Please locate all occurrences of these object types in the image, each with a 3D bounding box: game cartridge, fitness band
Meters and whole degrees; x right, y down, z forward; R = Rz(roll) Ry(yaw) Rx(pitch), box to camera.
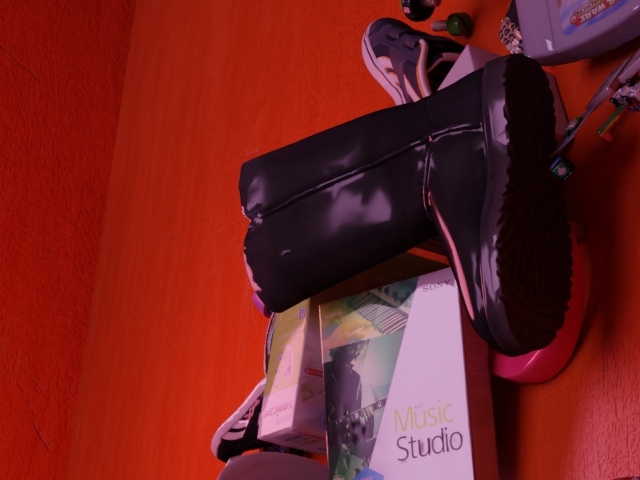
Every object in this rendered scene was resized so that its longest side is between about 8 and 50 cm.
[{"bbox_3d":[0.343,-0.332,1.784,0.297,0.062,0.198,-30,56,47],"label":"game cartridge"},{"bbox_3d":[0.244,0.066,1.860,0.291,0.054,0.209,-161,85,-70],"label":"fitness band"}]

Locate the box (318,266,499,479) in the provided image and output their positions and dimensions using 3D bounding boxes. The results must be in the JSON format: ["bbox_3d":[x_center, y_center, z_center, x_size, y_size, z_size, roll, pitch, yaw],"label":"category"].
[{"bbox_3d":[0.106,0.210,1.870,0.232,0.058,0.322,-18,66,38],"label":"box"}]

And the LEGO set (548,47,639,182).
[{"bbox_3d":[0.343,-0.155,1.684,0.244,0.060,0.182,-50,2,-39],"label":"LEGO set"}]

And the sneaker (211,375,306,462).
[{"bbox_3d":[-0.083,0.304,2.296,0.121,0.079,0.217,52,130,21],"label":"sneaker"}]

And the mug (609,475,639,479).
[{"bbox_3d":[0.323,0.320,1.438,0.113,0.150,0.169,74,-164,-51],"label":"mug"}]

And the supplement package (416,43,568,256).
[{"bbox_3d":[0.199,-0.108,1.974,0.244,0.133,0.139,-58,26,36],"label":"supplement package"}]

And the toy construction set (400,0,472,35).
[{"bbox_3d":[0.201,-0.472,2.126,0.237,0.257,0.309,4,83,45],"label":"toy construction set"}]

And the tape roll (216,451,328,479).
[{"bbox_3d":[-0.023,0.399,1.955,0.286,0.286,0.100,-112,42,-58],"label":"tape roll"}]

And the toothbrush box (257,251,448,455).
[{"bbox_3d":[0.047,0.151,2.068,0.122,0.206,0.283,-29,48,61],"label":"toothbrush box"}]

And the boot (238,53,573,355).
[{"bbox_3d":[0.078,0.005,1.818,0.445,0.146,0.367,-18,56,38],"label":"boot"}]

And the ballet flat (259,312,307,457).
[{"bbox_3d":[-0.050,0.210,2.422,0.106,0.107,0.316,141,142,-77],"label":"ballet flat"}]

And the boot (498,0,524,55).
[{"bbox_3d":[0.285,-0.356,2.007,0.236,0.085,0.179,-108,37,-53],"label":"boot"}]

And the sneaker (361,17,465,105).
[{"bbox_3d":[0.159,-0.250,2.197,0.127,0.126,0.321,-64,33,35],"label":"sneaker"}]

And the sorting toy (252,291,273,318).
[{"bbox_3d":[0.000,0.000,2.488,0.126,0.127,0.366,43,122,34],"label":"sorting toy"}]
